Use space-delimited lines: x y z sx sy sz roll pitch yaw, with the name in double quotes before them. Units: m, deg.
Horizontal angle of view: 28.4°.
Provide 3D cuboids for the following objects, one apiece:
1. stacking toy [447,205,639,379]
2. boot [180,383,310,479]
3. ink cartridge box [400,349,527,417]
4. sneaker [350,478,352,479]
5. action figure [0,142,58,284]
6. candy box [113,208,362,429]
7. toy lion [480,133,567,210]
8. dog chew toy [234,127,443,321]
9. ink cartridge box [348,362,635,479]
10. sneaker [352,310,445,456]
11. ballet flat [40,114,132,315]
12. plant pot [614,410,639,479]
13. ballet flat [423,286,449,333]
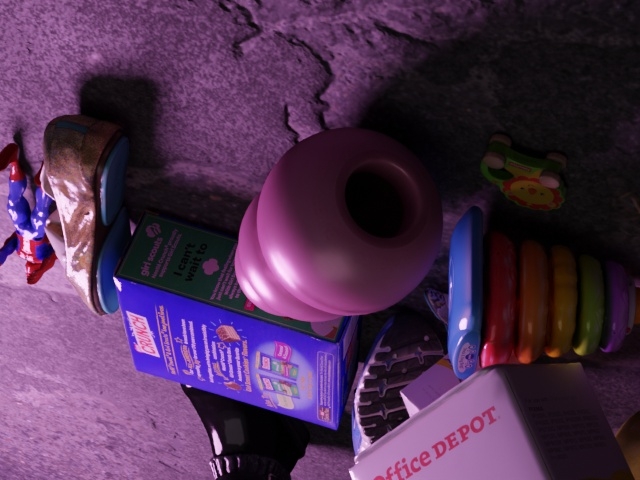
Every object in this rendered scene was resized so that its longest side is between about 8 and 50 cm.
"stacking toy" 0.298 0.072 1.447 0.301 0.166 0.175 3 148 3
"boot" -0.141 0.348 1.973 0.131 0.260 0.348 -4 140 34
"ink cartridge box" 0.177 0.208 1.643 0.067 0.198 0.115 43 164 39
"sneaker" 0.095 0.360 1.953 0.094 0.153 0.235 18 147 4
"action figure" -0.420 0.002 1.756 0.091 0.139 0.280 21 150 4
"candy box" -0.108 0.116 1.745 0.317 0.122 0.268 15 148 9
"toy lion" 0.221 -0.067 1.372 0.100 0.034 0.096 20 155 4
"dog chew toy" 0.000 0.000 1.456 0.206 0.207 0.332 30 155 -13
"ink cartridge box" 0.229 0.363 1.414 0.160 0.385 0.279 3 147 -43
"sneaker" 0.092 0.224 1.771 0.129 0.147 0.330 -2 127 -12
"ballet flat" -0.309 -0.035 1.652 0.123 0.123 0.349 18 142 6
"plant pot" 0.537 0.355 1.550 0.353 0.366 0.366 10 148 39
"ballet flat" 0.169 0.093 1.634 0.041 0.041 0.114 0 142 31
